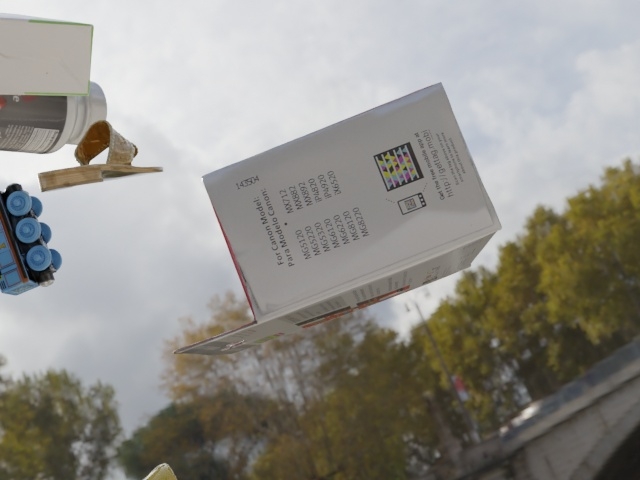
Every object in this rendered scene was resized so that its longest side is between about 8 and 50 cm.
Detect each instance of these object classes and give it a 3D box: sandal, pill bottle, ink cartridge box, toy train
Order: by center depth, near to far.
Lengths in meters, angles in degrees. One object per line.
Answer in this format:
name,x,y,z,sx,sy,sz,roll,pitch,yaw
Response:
ink cartridge box,0.000,0.000,0.953,0.272,0.130,0.309,-21,-8,0
sandal,-0.275,-0.113,1.340,0.088,0.079,0.240,-8,5,22
ink cartridge box,-0.540,-0.310,1.720,0.207,0.119,0.353,-4,15,-38
toy train,-0.501,-0.001,1.752,0.105,0.184,0.080,-23,-8,2
pill bottle,-0.570,-0.253,1.992,0.318,0.176,0.176,1,-31,-46

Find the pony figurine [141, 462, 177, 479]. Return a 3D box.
pony figurine,-0.204,0.249,0.498,0.363,0.303,0.351,-29,4,-13
